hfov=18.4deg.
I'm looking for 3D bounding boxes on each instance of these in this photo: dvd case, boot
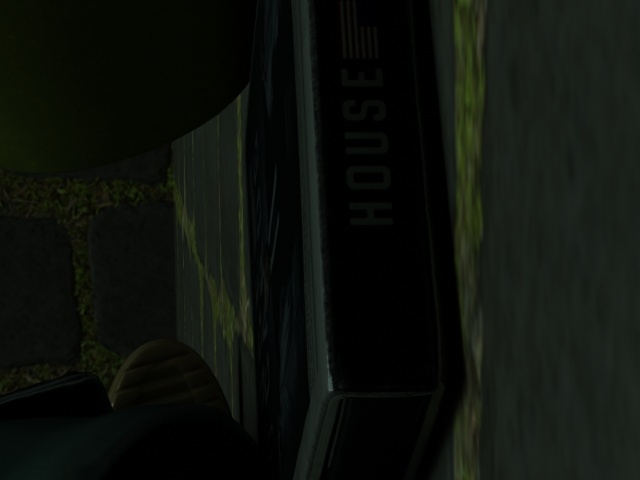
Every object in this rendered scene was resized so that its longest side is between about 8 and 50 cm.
[{"bbox_3d":[0.000,0.000,0.535,0.238,0.030,0.179,102,166,-64],"label":"dvd case"},{"bbox_3d":[-0.099,0.184,1.254,0.207,0.090,0.248,171,94,-82],"label":"boot"}]

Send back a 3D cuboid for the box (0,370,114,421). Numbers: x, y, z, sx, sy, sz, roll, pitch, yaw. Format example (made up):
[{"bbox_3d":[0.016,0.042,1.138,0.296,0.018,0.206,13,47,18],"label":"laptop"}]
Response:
[{"bbox_3d":[-0.179,0.256,0.996,0.395,0.212,0.293,128,124,-74],"label":"box"}]

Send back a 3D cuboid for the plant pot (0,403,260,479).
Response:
[{"bbox_3d":[-0.134,0.191,0.602,0.293,0.196,0.293,1,-90,-73],"label":"plant pot"}]

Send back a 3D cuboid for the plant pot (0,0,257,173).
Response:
[{"bbox_3d":[-0.128,-0.187,0.823,0.275,0.275,0.293,-101,-5,-60],"label":"plant pot"}]
